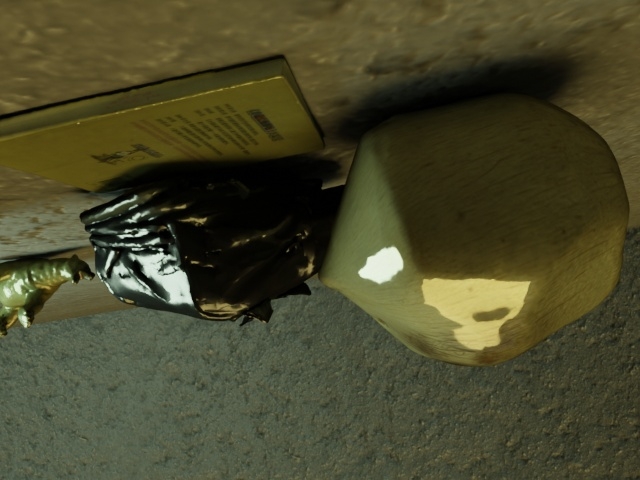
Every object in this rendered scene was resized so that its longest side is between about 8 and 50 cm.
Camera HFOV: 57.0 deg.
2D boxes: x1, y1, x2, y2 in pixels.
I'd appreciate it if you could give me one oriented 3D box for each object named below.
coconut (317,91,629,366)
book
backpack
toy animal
[{"bbox_3d":[0.104,-0.004,0.446,0.224,0.224,0.224,-9,174,-1],"label":"coconut"},{"bbox_3d":[-0.101,-0.065,0.398,0.192,0.013,0.168,-10,174,7],"label":"book"},{"bbox_3d":[-0.069,0.000,0.553,0.206,0.133,0.258,-5,-171,46],"label":"backpack"},{"bbox_3d":[-0.409,0.064,0.826,0.219,0.103,0.101,-19,-172,44],"label":"toy animal"}]
